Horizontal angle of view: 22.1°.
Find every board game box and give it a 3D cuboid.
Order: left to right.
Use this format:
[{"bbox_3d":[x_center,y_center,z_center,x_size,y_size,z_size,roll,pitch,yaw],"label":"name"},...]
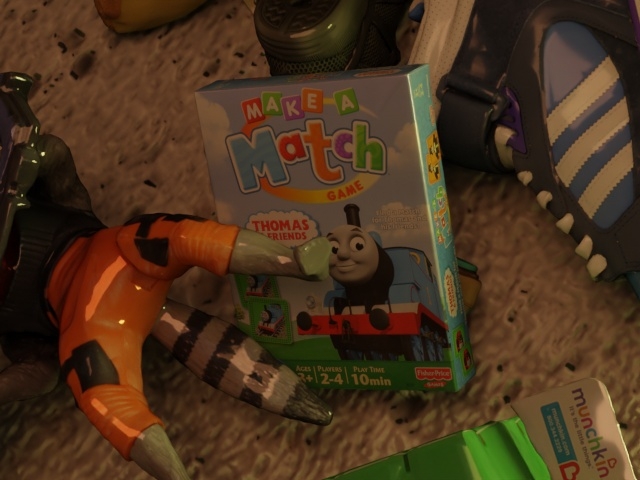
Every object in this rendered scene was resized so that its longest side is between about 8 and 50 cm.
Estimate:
[{"bbox_3d":[0.009,-0.005,1.083,0.160,0.039,0.212,-2,106,29],"label":"board game box"}]

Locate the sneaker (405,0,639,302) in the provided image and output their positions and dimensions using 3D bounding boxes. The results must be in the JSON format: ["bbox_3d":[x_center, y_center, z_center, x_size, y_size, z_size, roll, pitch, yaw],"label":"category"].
[{"bbox_3d":[0.159,-0.049,1.117,0.236,0.130,0.323,-10,85,30],"label":"sneaker"}]

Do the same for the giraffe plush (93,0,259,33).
[{"bbox_3d":[-0.115,-0.250,1.197,0.210,0.170,0.181,34,82,20],"label":"giraffe plush"}]

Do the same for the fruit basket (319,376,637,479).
[{"bbox_3d":[0.086,0.295,0.982,0.327,0.165,0.353,-24,85,27],"label":"fruit basket"}]

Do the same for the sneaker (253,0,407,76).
[{"bbox_3d":[0.029,-0.167,1.194,0.087,0.130,0.227,14,48,21],"label":"sneaker"}]

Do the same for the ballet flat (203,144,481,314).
[{"bbox_3d":[0.000,0.000,1.145,0.232,0.080,0.073,30,96,20],"label":"ballet flat"}]

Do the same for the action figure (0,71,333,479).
[{"bbox_3d":[-0.171,0.080,1.113,0.330,0.178,0.341,26,98,37],"label":"action figure"}]
